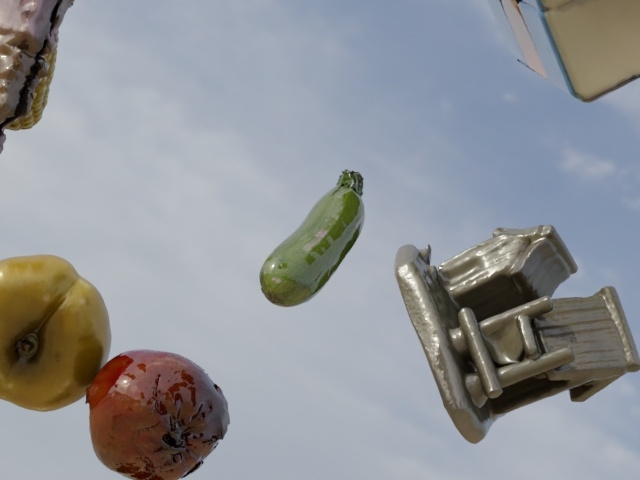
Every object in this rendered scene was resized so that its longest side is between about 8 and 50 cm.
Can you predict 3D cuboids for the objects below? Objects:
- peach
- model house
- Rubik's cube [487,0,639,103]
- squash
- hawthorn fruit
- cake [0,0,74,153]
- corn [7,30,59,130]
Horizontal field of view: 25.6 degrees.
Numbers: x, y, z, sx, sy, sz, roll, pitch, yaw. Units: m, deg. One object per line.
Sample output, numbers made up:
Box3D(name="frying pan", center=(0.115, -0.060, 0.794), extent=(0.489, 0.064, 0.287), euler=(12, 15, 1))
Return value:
Box3D(name="peach", center=(-0.312, 0.100, 1.534), extent=(0.179, 0.179, 0.103), euler=(31, 10, -15))
Box3D(name="model house", center=(0.183, 0.078, 1.296), extent=(0.188, 0.229, 0.122), euler=(-19, -41, 1))
Box3D(name="Rubik's cube", center=(0.291, -0.344, 1.388), extent=(0.291, 0.291, 0.290), euler=(62, 2, -16))
Box3D(name="squash", center=(0.000, 0.000, 1.146), extent=(0.052, 0.183, 0.052), euler=(11, -59, 18))
Box3D(name="hawthorn fruit", center=(-0.185, 0.181, 1.501), extent=(0.148, 0.148, 0.172), euler=(43, -9, -36))
Box3D(name="cake", center=(-0.228, -0.102, 0.643), extent=(0.295, 0.116, 0.113), euler=(21, -7, 40))
Box3D(name="corn", center=(-0.324, -0.246, 1.490), extent=(0.101, 0.101, 0.310), euler=(19, -48, 12))
